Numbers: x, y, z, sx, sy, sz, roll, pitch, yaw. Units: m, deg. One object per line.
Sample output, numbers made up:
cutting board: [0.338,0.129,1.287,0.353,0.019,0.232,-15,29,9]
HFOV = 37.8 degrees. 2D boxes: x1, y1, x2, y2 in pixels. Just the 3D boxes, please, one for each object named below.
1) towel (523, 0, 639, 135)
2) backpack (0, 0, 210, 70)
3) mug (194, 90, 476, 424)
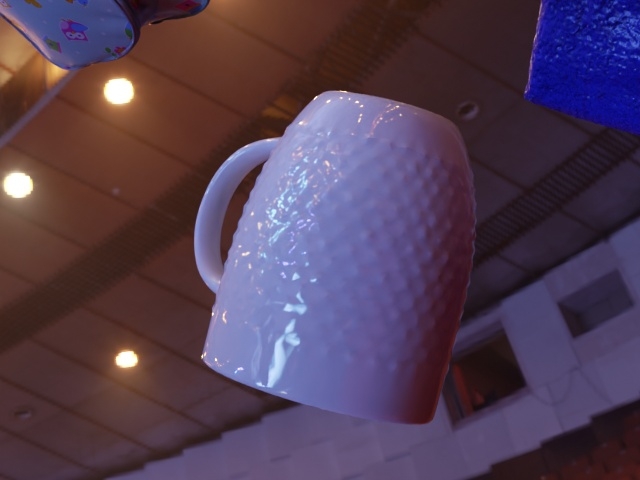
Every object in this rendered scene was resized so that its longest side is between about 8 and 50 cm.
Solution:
towel: [0.350,-0.197,0.901,0.076,0.308,0.228,-28,-49,-45]
backpack: [-0.155,-0.214,0.644,0.188,0.144,0.166,-10,-42,34]
mug: [0.000,0.000,1.096,0.374,0.328,0.276,15,0,36]
